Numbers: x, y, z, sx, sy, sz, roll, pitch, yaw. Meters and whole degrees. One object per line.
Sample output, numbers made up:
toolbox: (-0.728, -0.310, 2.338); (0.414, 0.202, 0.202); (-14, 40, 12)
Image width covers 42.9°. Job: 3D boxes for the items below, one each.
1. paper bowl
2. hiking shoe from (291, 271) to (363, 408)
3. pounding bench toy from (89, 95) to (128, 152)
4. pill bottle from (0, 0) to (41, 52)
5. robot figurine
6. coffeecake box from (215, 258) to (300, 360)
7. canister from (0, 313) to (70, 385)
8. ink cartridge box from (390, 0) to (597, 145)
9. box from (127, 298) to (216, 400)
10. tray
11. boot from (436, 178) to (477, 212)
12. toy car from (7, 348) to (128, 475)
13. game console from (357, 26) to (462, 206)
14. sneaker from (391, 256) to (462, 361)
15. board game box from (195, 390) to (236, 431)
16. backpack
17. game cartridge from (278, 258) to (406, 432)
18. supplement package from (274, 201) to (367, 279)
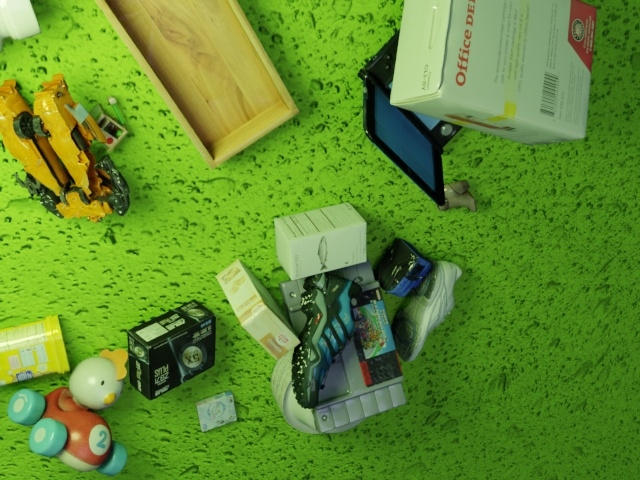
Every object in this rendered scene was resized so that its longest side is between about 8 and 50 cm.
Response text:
paper bowl: (0.032, 0.359, 2.001); (0.284, 0.148, 0.284); (-14, 127, -19)
hiking shoe: (0.019, 0.219, 1.771); (0.132, 0.113, 0.303); (10, 85, -16)
pounding bench toy: (-0.380, -0.213, 1.474); (0.083, 0.052, 0.065); (-47, 129, 8)
pill bottle: (-0.588, -0.330, 1.219); (0.302, 0.169, 0.169); (-20, 128, -14)
robot figurine: (-0.448, -0.149, 1.426); (0.211, 0.085, 0.291); (-1, 136, 20)
coffeecake box: (-0.135, 0.147, 1.749); (0.068, 0.185, 0.142); (-38, 129, 0)
canister: (-0.604, 0.226, 1.640); (0.170, 0.073, 0.126); (-12, 125, -18)
ink cartridge box: (0.346, -0.365, 1.604); (0.385, 0.160, 0.279); (10, 86, -31)
box: (-0.317, 0.232, 1.744); (0.180, 0.078, 0.147); (-25, 133, -41)
tray: (-0.220, -0.342, 1.457); (0.203, 0.076, 0.410); (-34, 129, -2)
boot: (0.316, -0.092, 1.917); (0.087, 0.042, 0.118); (-28, 128, 1)
toy car: (-0.478, 0.336, 1.708); (0.238, 0.210, 0.219); (-53, 140, -3)
game console: (0.224, -0.262, 1.669); (0.250, 0.173, 0.293); (-46, 130, 8)
sneaker: (0.272, 0.180, 2.031); (0.129, 0.111, 0.297); (1, 121, -34)
board game box: (-0.253, 0.414, 1.974); (0.090, 0.020, 0.090); (-16, 127, -17)
backpack: (0.196, 0.075, 1.926); (0.101, 0.098, 0.120); (28, 105, -41)
game cartridge: (0.057, 0.237, 1.871); (0.230, 0.068, 0.354); (-15, 92, -13)
supplement package: (0.000, 0.000, 1.771); (0.179, 0.105, 0.105); (-14, 125, -18)
